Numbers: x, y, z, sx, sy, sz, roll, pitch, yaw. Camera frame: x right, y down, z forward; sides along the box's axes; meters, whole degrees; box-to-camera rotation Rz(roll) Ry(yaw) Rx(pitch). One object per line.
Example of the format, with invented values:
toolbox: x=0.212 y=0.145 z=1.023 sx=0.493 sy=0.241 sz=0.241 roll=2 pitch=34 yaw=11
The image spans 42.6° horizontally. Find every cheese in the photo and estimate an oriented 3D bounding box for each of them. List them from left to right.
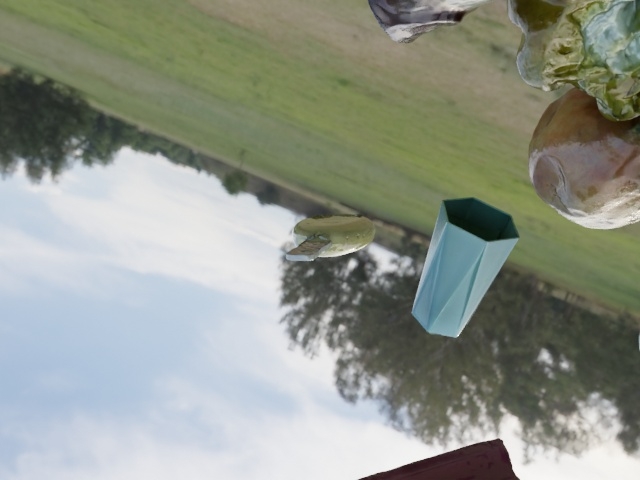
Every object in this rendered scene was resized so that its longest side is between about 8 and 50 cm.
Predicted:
cheese: x=0.000 y=0.000 z=1.238 sx=0.127 sy=0.050 sz=0.255 roll=3 pitch=-170 yaw=16

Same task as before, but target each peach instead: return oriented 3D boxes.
peach: x=0.397 y=-0.116 z=1.123 sx=0.214 sy=0.214 sz=0.235 roll=23 pitch=180 yaw=4

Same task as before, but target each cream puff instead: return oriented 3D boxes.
cream puff: x=0.370 y=-0.324 z=0.945 sx=0.270 sy=0.323 sz=0.274 roll=42 pitch=-141 yaw=-20

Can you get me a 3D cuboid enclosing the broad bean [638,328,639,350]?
broad bean: x=0.401 y=0.077 z=0.783 sx=0.170 sy=0.100 sz=0.227 roll=3 pitch=137 yaw=6

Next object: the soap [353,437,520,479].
soap: x=0.075 y=0.393 z=1.031 sx=0.360 sy=0.233 sz=0.128 roll=-9 pitch=-129 yaw=-25

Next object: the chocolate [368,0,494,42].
chocolate: x=0.142 y=-0.348 z=0.817 sx=0.186 sy=0.283 sz=0.284 roll=-6 pitch=171 yaw=25

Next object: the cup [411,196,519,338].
cup: x=0.253 y=0.053 z=1.489 sx=0.148 sy=0.235 sz=0.134 roll=-6 pitch=-140 yaw=-28
